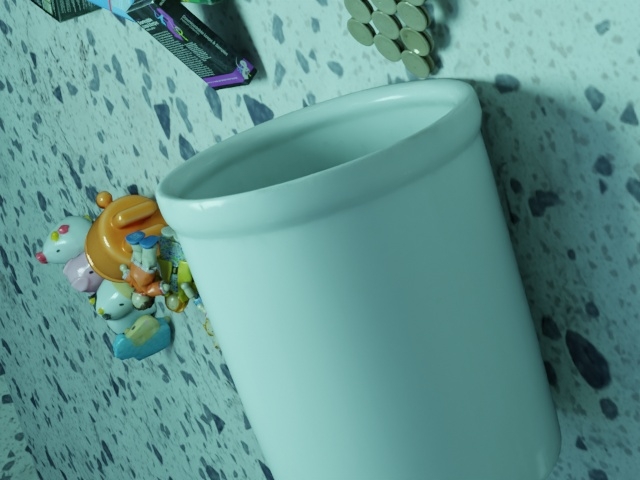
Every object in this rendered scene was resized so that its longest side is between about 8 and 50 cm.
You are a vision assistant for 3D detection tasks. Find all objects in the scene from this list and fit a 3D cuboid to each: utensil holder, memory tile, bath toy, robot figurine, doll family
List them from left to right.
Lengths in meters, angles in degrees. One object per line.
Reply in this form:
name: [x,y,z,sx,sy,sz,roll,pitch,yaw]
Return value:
bath toy: [-0.418,0.080,2.196,0.348,0.129,0.151,46,147,32]
robot figurine: [-0.327,-0.002,1.977,0.158,0.128,0.219,29,155,-13]
doll family: [-0.192,0.077,1.855,0.263,0.118,0.163,24,128,27]
utensil holder: [0.053,0.070,1.189,0.327,0.327,0.385,8,122,57]
memory tile: [0.067,-0.231,1.173,0.113,0.012,0.148,34,158,24]

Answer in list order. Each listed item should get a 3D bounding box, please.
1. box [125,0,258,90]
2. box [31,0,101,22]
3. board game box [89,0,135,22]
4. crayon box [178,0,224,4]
box: [-0.167,-0.257,1.507,0.162,0.029,0.116,38,167,-24]
box: [-0.419,-0.454,1.815,0.147,0.077,0.180,37,142,40]
board game box: [-0.331,-0.416,1.644,0.211,0.039,0.160,27,136,24]
crayon box: [-0.189,-0.454,1.421,0.202,0.081,0.319,19,128,54]
